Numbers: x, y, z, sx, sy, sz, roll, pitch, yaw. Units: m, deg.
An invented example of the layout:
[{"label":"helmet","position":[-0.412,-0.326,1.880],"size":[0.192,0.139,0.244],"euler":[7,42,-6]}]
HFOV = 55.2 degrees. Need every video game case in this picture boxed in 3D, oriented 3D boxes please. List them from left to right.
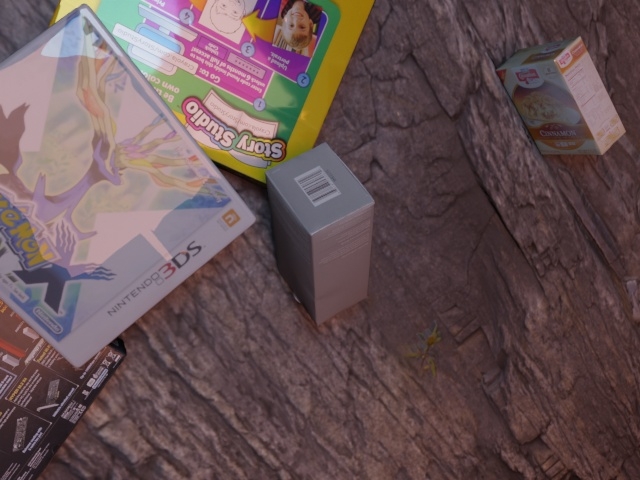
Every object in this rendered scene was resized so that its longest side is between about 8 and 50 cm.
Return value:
[{"label":"video game case","position":[-0.288,-0.054,0.736],"size":[0.300,0.036,0.329],"euler":[-40,113,-8]}]

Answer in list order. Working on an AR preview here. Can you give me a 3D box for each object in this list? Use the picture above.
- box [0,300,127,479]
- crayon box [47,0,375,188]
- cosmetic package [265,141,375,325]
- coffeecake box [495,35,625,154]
[{"label":"box","position":[-0.445,0.206,0.790],"size":[0.242,0.076,0.307],"euler":[37,83,-23]},{"label":"crayon box","position":[-0.146,-0.274,0.823],"size":[0.362,0.106,0.313],"euler":[23,91,-24]},{"label":"cosmetic package","position":[0.000,0.000,0.855],"size":[0.107,0.127,0.238],"euler":[-28,150,-15]},{"label":"coffeecake box","position":[0.406,-0.239,1.039],"size":[0.068,0.142,0.185],"euler":[-41,111,-12]}]
